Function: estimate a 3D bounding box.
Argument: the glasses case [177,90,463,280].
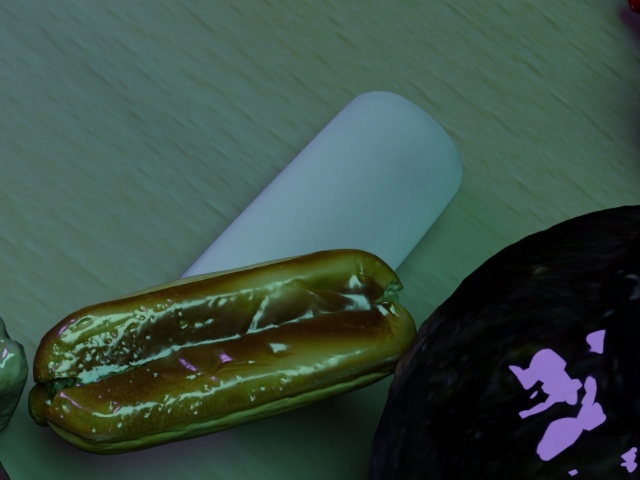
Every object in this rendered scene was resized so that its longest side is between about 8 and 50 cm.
[{"bbox_3d":[0.000,0.000,0.842,0.113,0.075,0.297,42,58,0],"label":"glasses case"}]

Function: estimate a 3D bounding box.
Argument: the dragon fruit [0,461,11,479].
[{"bbox_3d":[-0.291,0.213,0.465,0.371,0.249,0.386,-16,91,-8],"label":"dragon fruit"}]

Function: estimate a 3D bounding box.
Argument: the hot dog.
[{"bbox_3d":[-0.057,0.069,0.714,0.250,0.068,0.100,-11,66,-23],"label":"hot dog"}]

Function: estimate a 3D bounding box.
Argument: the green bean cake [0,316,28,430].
[{"bbox_3d":[-0.269,0.094,0.667,0.179,0.109,0.085,-22,74,-29],"label":"green bean cake"}]

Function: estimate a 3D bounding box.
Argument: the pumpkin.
[{"bbox_3d":[0.236,0.185,0.675,0.454,0.344,0.454,18,54,-28],"label":"pumpkin"}]

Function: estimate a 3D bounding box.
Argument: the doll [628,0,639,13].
[{"bbox_3d":[0.412,-0.165,1.006,0.284,0.240,0.310,38,26,-49],"label":"doll"}]
